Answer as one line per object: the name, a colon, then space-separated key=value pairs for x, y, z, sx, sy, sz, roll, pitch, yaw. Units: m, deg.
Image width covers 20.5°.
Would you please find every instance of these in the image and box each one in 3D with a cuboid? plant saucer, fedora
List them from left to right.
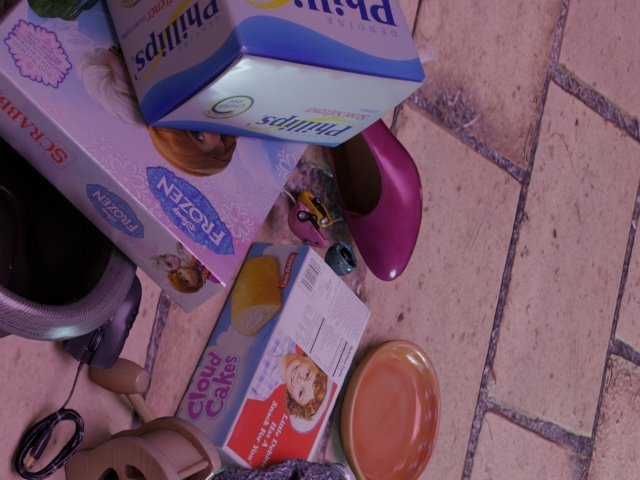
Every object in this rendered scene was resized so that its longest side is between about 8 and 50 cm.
fedora: x=-0.296 y=-0.011 z=1.657 sx=0.243 sy=0.124 sz=0.275 roll=35 pitch=42 yaw=-27
plant saucer: x=0.085 y=0.225 z=2.264 sx=0.200 sy=0.037 sz=0.200 roll=-4 pitch=95 yaw=-52

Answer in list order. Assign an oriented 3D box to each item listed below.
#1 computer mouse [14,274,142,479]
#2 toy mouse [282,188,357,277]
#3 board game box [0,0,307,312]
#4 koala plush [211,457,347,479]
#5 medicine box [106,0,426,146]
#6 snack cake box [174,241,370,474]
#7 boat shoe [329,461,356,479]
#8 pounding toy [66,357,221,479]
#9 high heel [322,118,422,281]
computer mouse: x=-0.246 y=0.133 z=1.808 sx=0.071 sy=0.041 sz=0.242 roll=25 pitch=73 yaw=-13
toy mouse: x=0.000 y=0.000 z=2.083 sx=0.161 sy=0.031 sz=0.143 roll=38 pitch=21 yaw=-51
board game box: x=-0.165 y=-0.142 z=1.734 sx=0.318 sy=0.066 sz=0.318 roll=44 pitch=40 yaw=-15
koala plush: x=-0.004 y=0.359 z=1.912 sx=0.203 sy=0.221 sz=0.196 roll=-14 pitch=123 yaw=-30
medicine box: x=-0.070 y=-0.255 z=1.742 sx=0.263 sy=0.149 sz=0.289 roll=3 pitch=60 yaw=-47
snack cake box: x=-0.055 y=0.153 z=2.038 sx=0.152 sy=0.089 sz=0.264 roll=49 pitch=56 yaw=-44
boat shoe: x=0.034 y=0.343 z=2.204 sx=0.040 sy=0.049 sz=0.142 roll=-37 pitch=115 yaw=-38
pounding toy: x=-0.159 y=0.255 z=1.858 sx=0.155 sy=0.154 sz=0.269 roll=-21 pitch=110 yaw=-49
high heel: x=0.008 y=-0.115 z=2.096 sx=0.181 sy=0.127 sz=0.377 roll=-21 pitch=105 yaw=-37
